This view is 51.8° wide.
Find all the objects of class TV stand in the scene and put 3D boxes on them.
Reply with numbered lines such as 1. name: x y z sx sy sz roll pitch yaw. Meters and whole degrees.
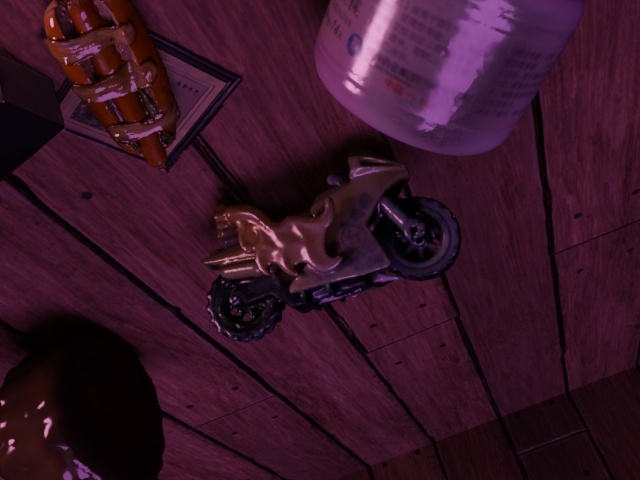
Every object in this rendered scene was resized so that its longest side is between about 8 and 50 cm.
1. TV stand: -0.444 -0.108 0.808 0.270 0.082 0.088 -31 156 20

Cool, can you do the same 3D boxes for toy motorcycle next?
1. toy motorcycle: 0.000 0.000 1.027 0.410 0.236 0.169 -21 158 8

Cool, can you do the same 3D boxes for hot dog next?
1. hot dog: -0.238 -0.187 0.795 0.109 0.072 0.269 -16 142 0

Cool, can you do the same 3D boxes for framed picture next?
1. framed picture: -0.234 -0.184 0.869 0.195 0.010 0.199 19 130 -40

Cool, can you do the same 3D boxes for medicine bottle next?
1. medicine bottle: 0.156 -0.282 0.697 0.256 0.256 0.324 3 132 -26

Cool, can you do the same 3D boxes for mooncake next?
1. mooncake: -0.439 0.334 1.202 0.187 0.324 0.324 -25 144 13
